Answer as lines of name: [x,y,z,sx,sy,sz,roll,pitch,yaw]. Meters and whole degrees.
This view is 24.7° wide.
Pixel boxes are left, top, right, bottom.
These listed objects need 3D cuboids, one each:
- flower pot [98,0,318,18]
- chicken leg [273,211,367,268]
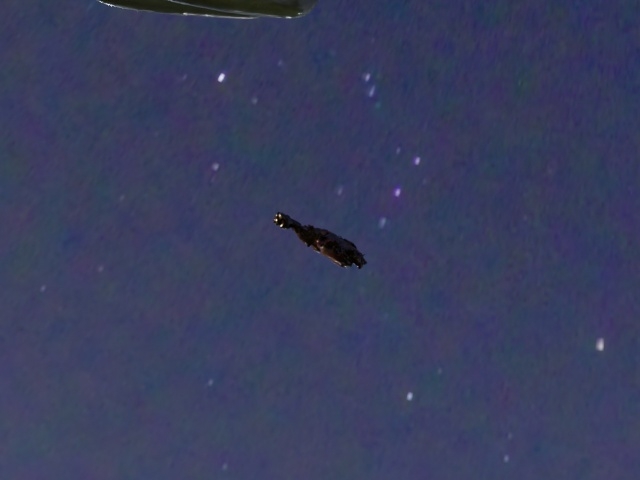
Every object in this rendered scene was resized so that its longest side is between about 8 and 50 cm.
flower pot: [-0.103,-0.299,0.929,0.164,0.367,0.254,1,-64,-32]
chicken leg: [0.002,0.001,1.146,0.083,0.036,0.021,31,-76,26]
